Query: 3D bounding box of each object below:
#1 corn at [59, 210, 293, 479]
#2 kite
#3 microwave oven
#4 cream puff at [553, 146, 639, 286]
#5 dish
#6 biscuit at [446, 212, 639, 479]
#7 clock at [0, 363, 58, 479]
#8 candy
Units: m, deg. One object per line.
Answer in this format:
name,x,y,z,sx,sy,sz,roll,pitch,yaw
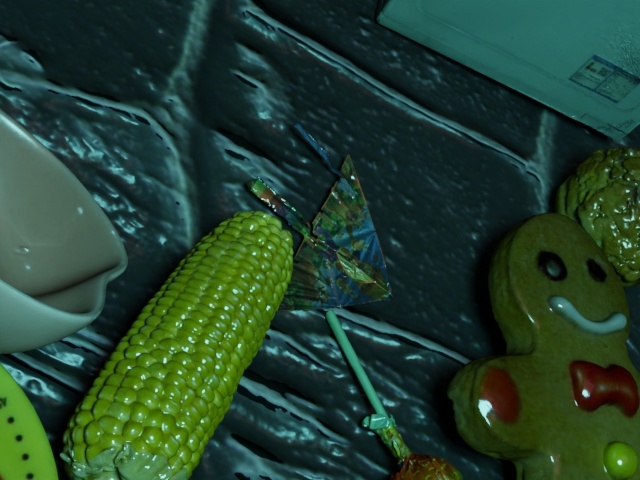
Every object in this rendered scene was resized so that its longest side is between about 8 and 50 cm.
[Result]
corn,-0.093,0.080,0.834,0.091,0.091,0.260,58,42,-27
kite,0.000,0.000,0.991,0.160,0.010,0.183,39,54,-13
microwave oven,0.240,-0.271,1.152,0.295,0.237,0.181,24,53,-15
cream puff,0.296,-0.028,1.136,0.126,0.103,0.144,34,49,-11
dish,-0.233,-0.004,0.759,0.213,0.090,0.213,40,18,-16
biscuit,0.231,0.169,0.979,0.283,0.064,0.432,14,61,-34
clock,-0.287,0.150,0.681,0.293,0.071,0.277,51,49,1
candy,0.052,0.140,0.929,0.060,0.060,0.201,-13,64,-37
